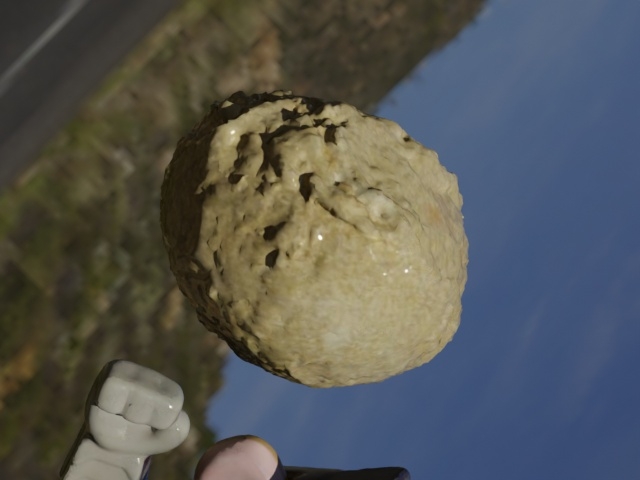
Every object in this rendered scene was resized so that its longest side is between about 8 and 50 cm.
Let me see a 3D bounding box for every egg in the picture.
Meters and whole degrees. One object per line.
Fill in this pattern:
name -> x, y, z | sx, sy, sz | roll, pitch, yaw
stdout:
egg -> 0.000, 0.000, 0.790 | 0.116, 0.140, 0.118 | -47, -172, 13

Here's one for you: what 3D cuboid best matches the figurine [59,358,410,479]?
figurine -> -0.066, 0.198, 1.051 | 0.308, 0.308, 0.143 | -39, -156, 35
